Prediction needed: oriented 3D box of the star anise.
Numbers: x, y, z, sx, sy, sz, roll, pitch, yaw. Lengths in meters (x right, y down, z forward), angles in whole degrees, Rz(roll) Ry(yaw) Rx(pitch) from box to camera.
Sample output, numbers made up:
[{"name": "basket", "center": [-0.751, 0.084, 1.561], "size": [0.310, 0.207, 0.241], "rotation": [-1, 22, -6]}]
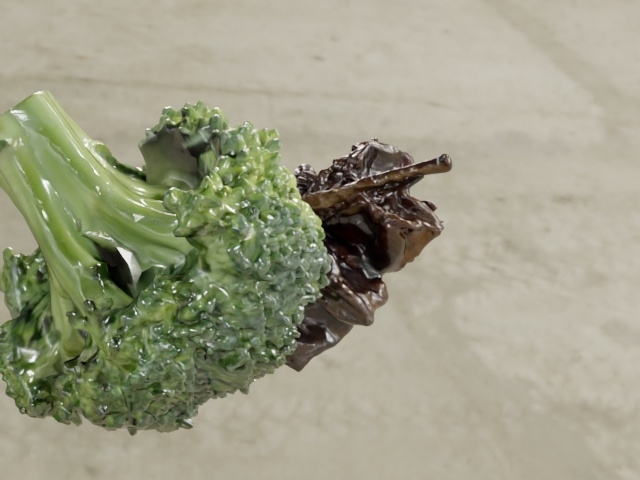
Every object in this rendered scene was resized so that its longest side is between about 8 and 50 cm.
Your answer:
[{"name": "star anise", "center": [0.000, 0.000, 1.212], "size": [0.126, 0.220, 0.190], "rotation": [33, -7, -22]}]

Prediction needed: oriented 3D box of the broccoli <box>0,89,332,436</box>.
[{"name": "broccoli", "center": [-0.126, 0.012, 1.013], "size": [0.260, 0.288, 0.235], "rotation": [62, 18, 16]}]
